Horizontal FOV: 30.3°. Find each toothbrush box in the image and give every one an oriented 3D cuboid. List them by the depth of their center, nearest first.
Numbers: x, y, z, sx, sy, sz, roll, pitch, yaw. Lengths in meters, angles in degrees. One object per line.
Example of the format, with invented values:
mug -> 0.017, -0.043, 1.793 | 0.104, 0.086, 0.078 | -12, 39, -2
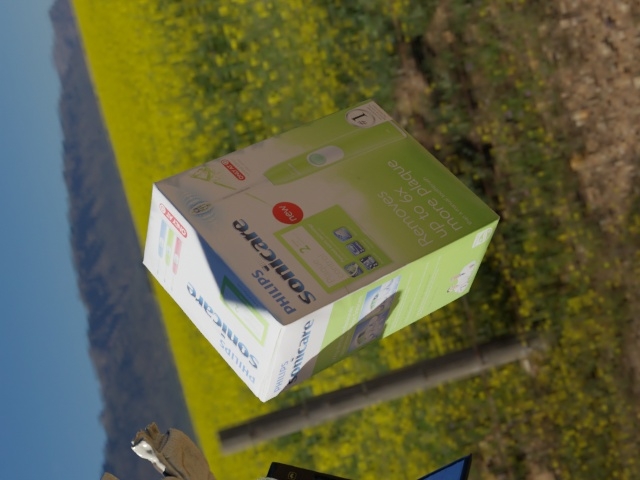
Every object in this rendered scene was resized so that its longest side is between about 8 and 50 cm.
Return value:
toothbrush box -> 0.000, 0.000, 1.176 | 0.206, 0.283, 0.122 | 46, 143, 27

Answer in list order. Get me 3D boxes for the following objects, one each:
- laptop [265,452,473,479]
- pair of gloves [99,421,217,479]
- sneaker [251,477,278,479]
laptop -> 0.028, 0.359, 1.425 | 0.136, 0.264, 0.234 | 88, -162, -46
pair of gloves -> -0.202, 0.362, 1.649 | 0.204, 0.042, 0.240 | 46, -155, -3
sneaker -> -0.130, 0.306, 1.106 | 0.091, 0.240, 0.126 | 59, -173, -18
